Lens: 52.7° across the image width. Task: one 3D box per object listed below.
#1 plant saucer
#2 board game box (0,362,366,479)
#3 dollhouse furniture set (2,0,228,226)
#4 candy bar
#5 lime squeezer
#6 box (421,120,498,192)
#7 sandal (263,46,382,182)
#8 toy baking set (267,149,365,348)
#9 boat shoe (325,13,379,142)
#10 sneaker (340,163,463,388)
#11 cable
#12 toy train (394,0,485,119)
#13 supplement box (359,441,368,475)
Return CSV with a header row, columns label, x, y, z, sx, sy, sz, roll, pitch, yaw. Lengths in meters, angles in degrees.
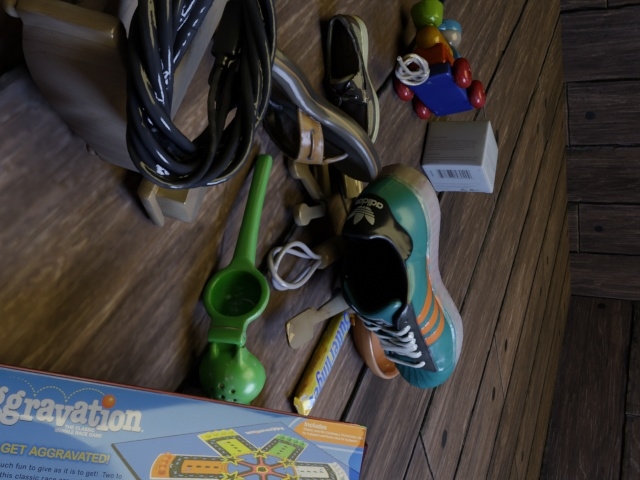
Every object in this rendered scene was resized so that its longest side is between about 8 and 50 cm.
label,x,y,z,sx,sy,sz,roll,pitch,yaw
plant saucer,0.090,0.088,0.891,0.200,0.037,0.200,-12,104,-63
board game box,-0.100,0.164,0.388,0.281,0.027,0.145,19,75,-30
dollhouse furniture set,-0.134,-0.232,0.399,0.355,0.174,0.303,92,15,-64
candy bar,0.004,0.137,0.750,0.161,0.018,0.040,-59,142,-41
lime squeezer,-0.062,0.075,0.571,0.110,0.059,0.310,-4,95,-62
box,0.233,-0.138,1.071,0.102,0.101,0.087,43,56,-59
sandal,-0.021,-0.110,0.604,0.060,0.090,0.219,-58,141,-6
toy baking set,0.004,0.001,0.725,0.197,0.030,0.256,30,62,-55
boat shoe,0.029,-0.177,0.729,0.049,0.056,0.152,-17,99,-56
sneaker,0.082,0.071,0.734,0.121,0.108,0.302,-43,130,-38
cable,-0.056,-0.115,0.357,0.150,0.047,0.184,88,18,-68
toy train,0.153,-0.276,0.913,0.248,0.105,0.143,18,67,-62
supplement box,-0.058,0.242,0.536,0.239,0.073,0.130,4,99,-56
